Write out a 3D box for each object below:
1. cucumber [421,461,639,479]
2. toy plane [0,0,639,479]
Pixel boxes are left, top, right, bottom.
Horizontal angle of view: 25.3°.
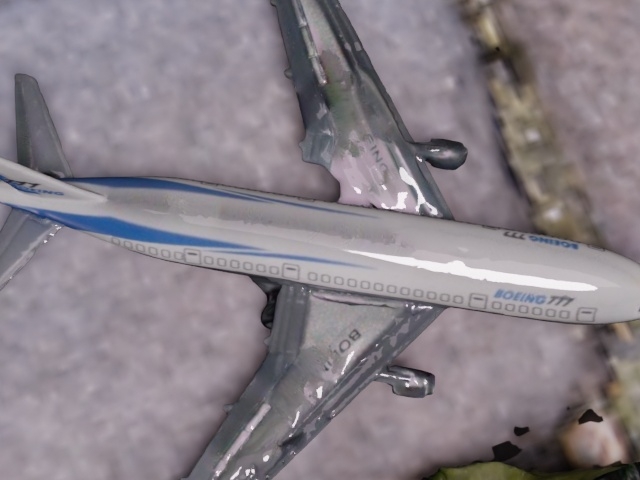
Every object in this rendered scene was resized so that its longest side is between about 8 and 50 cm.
[{"bbox_3d":[0.074,0.214,0.403,0.081,0.072,0.303,-12,74,35],"label":"cucumber"},{"bbox_3d":[-0.002,0.001,0.452,0.226,0.058,0.226,11,75,-7],"label":"toy plane"}]
